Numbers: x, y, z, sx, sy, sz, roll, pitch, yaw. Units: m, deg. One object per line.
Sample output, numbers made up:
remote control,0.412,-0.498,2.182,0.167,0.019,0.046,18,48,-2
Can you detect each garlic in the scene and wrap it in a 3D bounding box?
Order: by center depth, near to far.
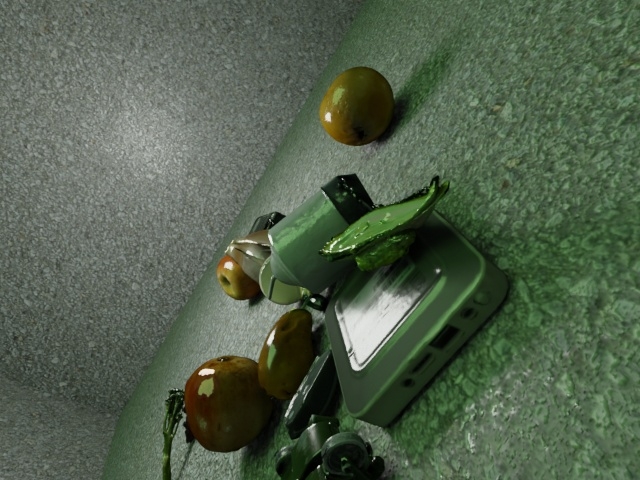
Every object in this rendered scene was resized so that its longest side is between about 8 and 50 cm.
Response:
garlic,-0.183,0.045,1.600,0.231,0.246,0.340,-49,11,-13

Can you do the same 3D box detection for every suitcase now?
suitcase,-0.231,-0.011,1.925,0.312,0.128,0.202,-12,51,65

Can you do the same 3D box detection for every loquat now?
loquat,0.124,-0.454,1.503,0.263,0.263,0.263,-49,23,29

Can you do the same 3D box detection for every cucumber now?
cucumber,-0.008,0.173,1.255,0.048,0.048,0.105,-63,24,-8

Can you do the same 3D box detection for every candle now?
candle,0.000,0.000,1.116,0.342,0.221,0.221,-36,24,6

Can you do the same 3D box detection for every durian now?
durian,0.115,-0.009,0.863,0.375,0.106,0.132,-35,33,47

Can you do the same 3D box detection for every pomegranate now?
pomegranate,-0.247,0.452,1.199,0.252,0.228,0.271,7,101,60

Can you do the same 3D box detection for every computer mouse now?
computer mouse,-0.002,0.337,0.985,0.231,0.071,0.126,-58,3,-25

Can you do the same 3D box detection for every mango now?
mango,-0.079,0.290,1.154,0.155,0.151,0.249,-5,44,28

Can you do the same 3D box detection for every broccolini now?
broccolini,-0.531,0.740,1.603,0.074,0.078,0.392,-32,55,42

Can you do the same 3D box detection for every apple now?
apple,-0.325,0.143,1.848,0.173,0.210,0.234,-36,18,-32

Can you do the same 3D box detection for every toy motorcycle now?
toy motorcycle,0.005,0.414,0.794,0.275,0.127,0.205,-62,18,17

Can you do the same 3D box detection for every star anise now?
star anise,-0.476,0.633,1.694,0.288,0.088,0.288,-43,38,48

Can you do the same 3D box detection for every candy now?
candy,-0.054,0.195,1.259,0.058,0.062,0.194,59,149,20

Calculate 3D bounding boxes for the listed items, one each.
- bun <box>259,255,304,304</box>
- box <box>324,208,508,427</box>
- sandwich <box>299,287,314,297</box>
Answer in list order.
bun,-0.108,0.118,1.411,0.173,0.172,0.120,-59,-5,5
box,0.151,0.119,0.879,0.367,0.090,0.373,-55,19,15
sandwich,0.000,0.043,1.293,0.258,0.096,0.094,-54,4,-25
